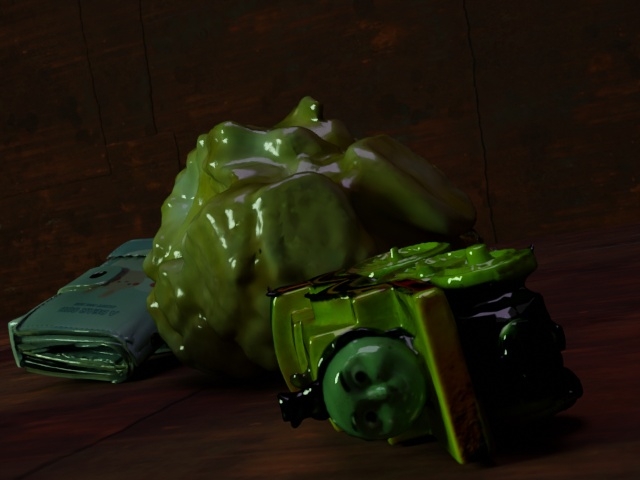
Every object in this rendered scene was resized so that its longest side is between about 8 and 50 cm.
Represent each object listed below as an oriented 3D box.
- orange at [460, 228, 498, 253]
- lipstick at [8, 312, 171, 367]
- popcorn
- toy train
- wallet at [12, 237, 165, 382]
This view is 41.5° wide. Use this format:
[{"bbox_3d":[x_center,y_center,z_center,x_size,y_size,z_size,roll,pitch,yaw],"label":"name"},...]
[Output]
[{"bbox_3d":[0.174,0.028,1.219,0.170,0.112,0.160,14,-16,-12],"label":"orange"},{"bbox_3d":[-0.277,0.118,1.137,0.290,0.077,0.076,-8,9,15],"label":"lipstick"},{"bbox_3d":[-0.007,0.010,0.831,0.292,0.293,0.334,28,23,-17],"label":"popcorn"},{"bbox_3d":[0.046,0.062,0.527,0.161,0.100,0.296,-17,2,-6],"label":"toy train"},{"bbox_3d":[-0.225,0.075,1.008,0.176,0.075,0.250,0,25,24],"label":"wallet"}]
